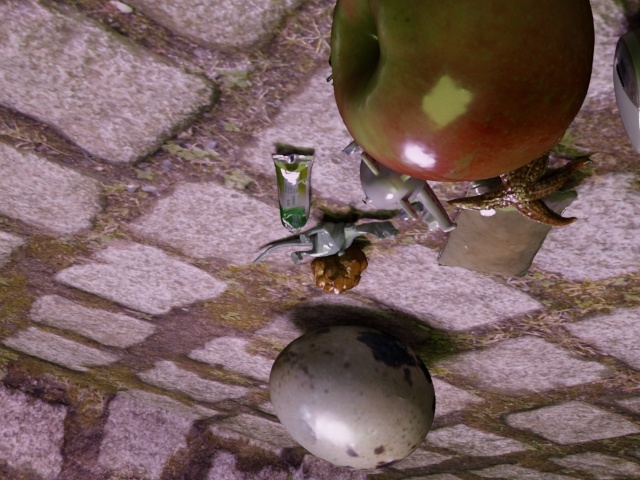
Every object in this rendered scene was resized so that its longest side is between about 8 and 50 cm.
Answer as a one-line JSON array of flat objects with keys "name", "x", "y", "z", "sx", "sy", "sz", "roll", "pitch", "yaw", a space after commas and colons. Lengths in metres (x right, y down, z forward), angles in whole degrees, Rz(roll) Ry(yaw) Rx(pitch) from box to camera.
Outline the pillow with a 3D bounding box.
[{"name": "pillow", "x": 0.329, "y": -0.020, "z": 1.514, "sx": 0.185, "sy": 0.075, "sz": 0.302, "roll": 9, "pitch": 149, "yaw": -1}]

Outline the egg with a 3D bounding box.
[{"name": "egg", "x": 0.076, "y": 0.376, "z": 2.049, "sx": 0.428, "sy": 0.345, "sz": 0.345, "roll": 22, "pitch": 150, "yaw": -16}]

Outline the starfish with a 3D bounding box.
[{"name": "starfish", "x": 0.324, "y": -0.087, "z": 1.357, "sx": 0.238, "sy": 0.057, "sz": 0.213, "roll": -27, "pitch": 115, "yaw": 15}]

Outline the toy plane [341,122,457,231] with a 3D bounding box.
[{"name": "toy plane", "x": 0.119, "y": -0.110, "z": 1.282, "sx": 0.118, "sy": 0.252, "sz": 0.252, "roll": -38, "pitch": 134, "yaw": 16}]

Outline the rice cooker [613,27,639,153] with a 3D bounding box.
[{"name": "rice cooker", "x": 0.450, "y": -0.193, "z": 1.091, "sx": 0.127, "sy": 0.145, "sz": 0.206, "roll": -18, "pitch": 146, "yaw": 24}]

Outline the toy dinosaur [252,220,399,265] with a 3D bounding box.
[{"name": "toy dinosaur", "x": -0.031, "y": 0.007, "z": 1.658, "sx": 0.383, "sy": 0.076, "sz": 0.129, "roll": -6, "pitch": -178, "yaw": 35}]

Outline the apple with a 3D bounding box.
[{"name": "apple", "x": 0.162, "y": -0.218, "z": 0.959, "sx": 0.277, "sy": 0.319, "sz": 0.319, "roll": -1, "pitch": 156, "yaw": -18}]

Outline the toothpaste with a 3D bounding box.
[{"name": "toothpaste", "x": -0.049, "y": -0.084, "z": 1.547, "sx": 0.078, "sy": 0.047, "sz": 0.248, "roll": 3, "pitch": 150, "yaw": 1}]

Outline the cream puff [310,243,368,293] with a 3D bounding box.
[{"name": "cream puff", "x": 0.035, "y": 0.052, "z": 1.714, "sx": 0.122, "sy": 0.116, "sz": 0.094, "roll": 4, "pitch": 117, "yaw": 22}]

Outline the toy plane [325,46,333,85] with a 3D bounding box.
[{"name": "toy plane", "x": 0.049, "y": -0.269, "z": 1.168, "sx": 0.031, "sy": 0.049, "sz": 0.120, "roll": 28, "pitch": 129, "yaw": -33}]
